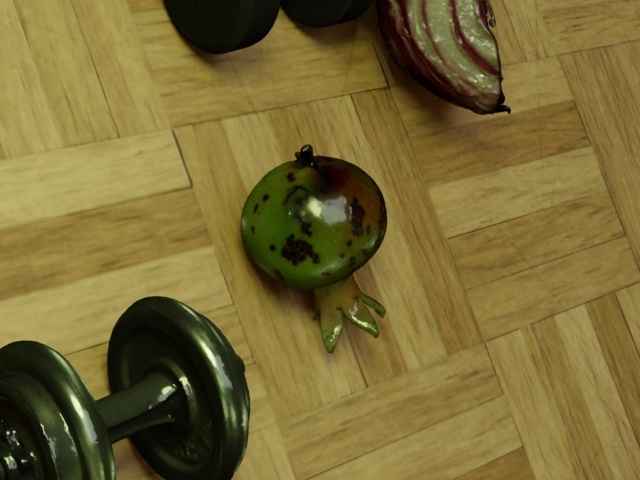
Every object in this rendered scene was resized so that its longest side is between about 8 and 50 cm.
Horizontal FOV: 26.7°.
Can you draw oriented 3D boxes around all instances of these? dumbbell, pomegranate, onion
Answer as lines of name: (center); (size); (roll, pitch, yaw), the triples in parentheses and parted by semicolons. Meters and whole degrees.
dumbbell: (-0.053, -0.300, 1.493); (0.218, 0.152, 0.152); (-22, 87, -41)
pomegranate: (0.010, 0.008, 1.430); (0.156, 0.156, 0.220); (-35, 98, -41)
dumbbell: (-0.183, 0.159, 1.192); (0.290, 0.192, 0.192); (-19, 86, -40)
onion: (0.127, -0.297, 1.617); (0.146, 0.280, 0.314); (-14, 104, -6)
